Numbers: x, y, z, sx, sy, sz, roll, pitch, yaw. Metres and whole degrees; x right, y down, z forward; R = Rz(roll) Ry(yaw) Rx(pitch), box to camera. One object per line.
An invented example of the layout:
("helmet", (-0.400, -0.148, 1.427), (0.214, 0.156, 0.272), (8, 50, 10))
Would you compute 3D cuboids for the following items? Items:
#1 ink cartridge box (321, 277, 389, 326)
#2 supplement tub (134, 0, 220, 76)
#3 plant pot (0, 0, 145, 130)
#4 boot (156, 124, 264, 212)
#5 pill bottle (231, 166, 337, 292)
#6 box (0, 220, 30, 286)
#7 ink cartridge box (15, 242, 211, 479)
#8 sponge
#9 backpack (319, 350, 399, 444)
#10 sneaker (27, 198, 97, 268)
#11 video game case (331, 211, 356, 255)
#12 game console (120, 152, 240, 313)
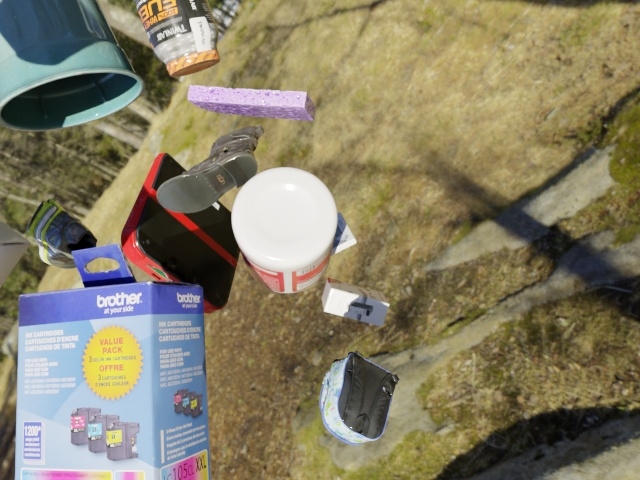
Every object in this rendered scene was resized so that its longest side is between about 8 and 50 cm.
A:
("ink cartridge box", (0.076, 0.135, 1.205), (0.099, 0.135, 0.056), (-110, 36, -79))
("supplement tub", (-0.403, -0.634, 1.509), (0.193, 0.316, 0.193), (-19, 10, 4))
("plant pot", (-0.642, -0.480, 1.284), (0.341, 0.341, 0.335), (-18, 94, 56))
("boot", (-0.247, -0.176, 1.273), (0.262, 0.091, 0.229), (-21, 30, 4))
("pill bottle", (-0.083, 0.001, 1.326), (0.408, 0.228, 0.229), (99, -169, -73))
("box", (-0.656, -0.027, 0.869), (0.148, 0.311, 0.121), (-53, 1, 2))
("ink cartridge box", (-0.333, 0.211, 0.872), (0.269, 0.151, 0.396), (-8, 78, 19))
("sponge", (-0.119, -0.245, 0.971), (0.117, 0.209, 0.031), (-15, -69, -81))
("backpack", (0.051, 0.242, 0.813), (0.084, 0.105, 0.114), (-39, 25, 45))
("sneaker", (-0.600, 0.014, 1.302), (0.111, 0.121, 0.300), (-61, 1, -21))
("video game case", (0.000, 0.000, 1.643), (0.190, 0.022, 0.173), (-27, 32, 2))
("game console", (-0.372, -0.011, 1.547), (0.060, 0.386, 0.342), (-16, 47, 28))
